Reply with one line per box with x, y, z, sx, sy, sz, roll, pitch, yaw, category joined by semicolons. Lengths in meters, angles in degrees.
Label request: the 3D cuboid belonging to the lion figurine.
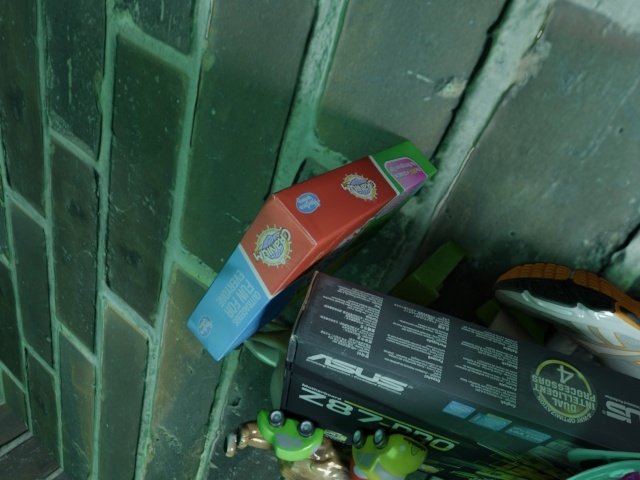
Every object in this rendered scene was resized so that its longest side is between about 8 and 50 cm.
-0.047;0.264;0.786;0.142;0.240;0.393;-56;34;43;lion figurine

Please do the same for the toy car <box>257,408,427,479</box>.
0.014;0.288;0.598;0.224;0.053;0.239;14;145;10;toy car

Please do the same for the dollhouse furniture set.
0.139;0.174;0.664;0.198;0.151;0.301;48;129;9;dollhouse furniture set

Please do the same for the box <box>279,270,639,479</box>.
0.149;0.209;0.552;0.394;0.097;0.318;18;143;5;box

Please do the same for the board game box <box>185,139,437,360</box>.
0.000;0.000;0.582;0.064;0.316;0.242;48;129;9;board game box

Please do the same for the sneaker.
0.340;0.115;0.538;0.262;0.099;0.121;17;122;30;sneaker

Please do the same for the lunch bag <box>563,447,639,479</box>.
0.284;0.289;0.367;0.223;0.160;0.262;33;109;-21;lunch bag
